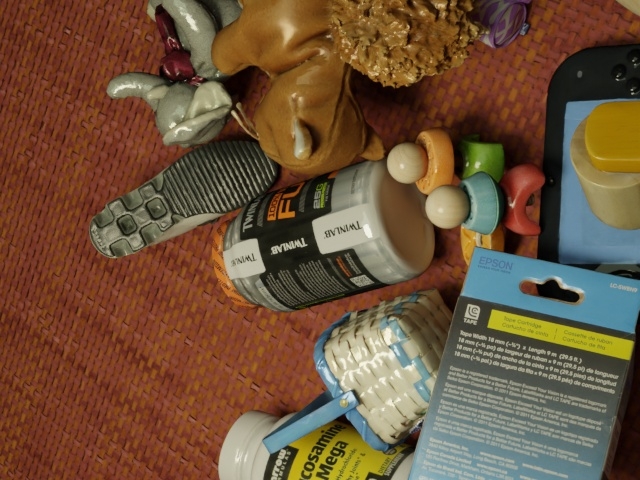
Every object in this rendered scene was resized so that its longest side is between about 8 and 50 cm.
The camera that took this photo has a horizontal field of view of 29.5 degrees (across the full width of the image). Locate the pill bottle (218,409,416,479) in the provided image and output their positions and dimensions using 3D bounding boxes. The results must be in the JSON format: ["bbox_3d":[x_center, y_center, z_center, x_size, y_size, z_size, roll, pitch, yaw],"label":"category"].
[{"bbox_3d":[0.014,0.377,1.901,0.334,0.188,0.187,13,101,30],"label":"pill bottle"}]

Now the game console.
[{"bbox_3d":[0.460,-0.077,1.606,0.342,0.060,0.386,-1,80,33],"label":"game console"}]

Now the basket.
[{"bbox_3d":[0.069,0.209,1.792,0.289,0.255,0.201,-29,91,30],"label":"basket"}]

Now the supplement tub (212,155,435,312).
[{"bbox_3d":[0.000,0.000,1.872,0.316,0.194,0.193,-17,85,31],"label":"supplement tub"}]

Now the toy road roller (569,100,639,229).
[{"bbox_3d":[0.483,-0.149,1.480,0.330,0.202,0.240,-1,66,22],"label":"toy road roller"}]

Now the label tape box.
[{"bbox_3d":[0.279,0.199,1.599,0.241,0.106,0.333,13,77,23],"label":"label tape box"}]

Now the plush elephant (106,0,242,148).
[{"bbox_3d":[-0.213,-0.270,1.936,0.330,0.272,0.255,31,85,2],"label":"plush elephant"}]

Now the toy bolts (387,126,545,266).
[{"bbox_3d":[0.193,-0.043,1.713,0.228,0.159,0.218,-146,53,-67],"label":"toy bolts"}]

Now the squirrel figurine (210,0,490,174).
[{"bbox_3d":[0.019,-0.288,1.693,0.397,0.281,0.370,-12,81,36],"label":"squirrel figurine"}]

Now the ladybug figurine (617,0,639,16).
[{"bbox_3d":[0.410,-0.472,1.452,0.305,0.162,0.449,-25,90,53],"label":"ladybug figurine"}]

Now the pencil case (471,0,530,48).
[{"bbox_3d":[0.206,-0.359,1.773,0.206,0.086,0.088,35,115,25],"label":"pencil case"}]

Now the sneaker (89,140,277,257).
[{"bbox_3d":[-0.224,-0.077,2.055,0.331,0.146,0.122,-22,90,6],"label":"sneaker"}]
